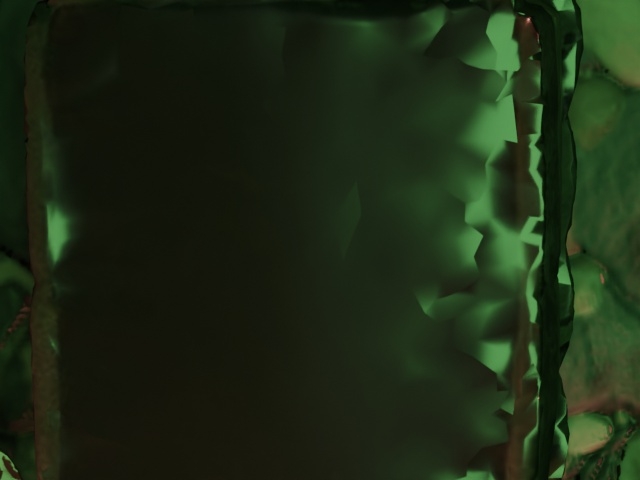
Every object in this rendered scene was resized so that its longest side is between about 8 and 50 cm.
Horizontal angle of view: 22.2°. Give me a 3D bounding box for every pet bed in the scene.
[{"bbox_3d":[0.000,0.000,0.566,0.183,0.159,0.210,-1,99,6],"label":"pet bed"}]

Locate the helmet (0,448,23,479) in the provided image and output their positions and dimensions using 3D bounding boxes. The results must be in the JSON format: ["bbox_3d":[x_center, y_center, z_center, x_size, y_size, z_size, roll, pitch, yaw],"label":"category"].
[{"bbox_3d":[-0.156,0.089,0.565,0.111,0.057,0.089,33,84,-17],"label":"helmet"}]
